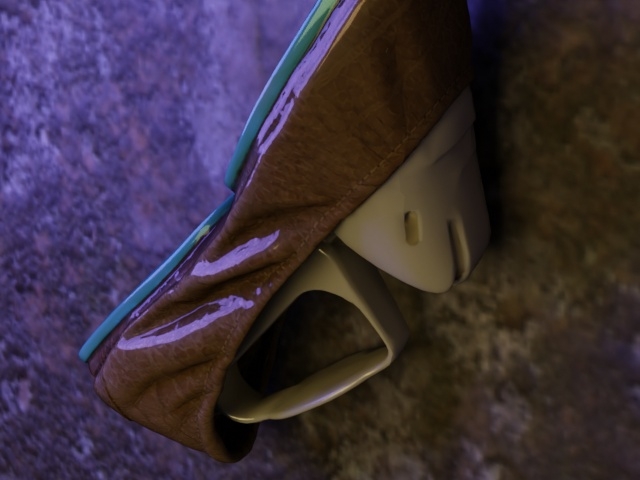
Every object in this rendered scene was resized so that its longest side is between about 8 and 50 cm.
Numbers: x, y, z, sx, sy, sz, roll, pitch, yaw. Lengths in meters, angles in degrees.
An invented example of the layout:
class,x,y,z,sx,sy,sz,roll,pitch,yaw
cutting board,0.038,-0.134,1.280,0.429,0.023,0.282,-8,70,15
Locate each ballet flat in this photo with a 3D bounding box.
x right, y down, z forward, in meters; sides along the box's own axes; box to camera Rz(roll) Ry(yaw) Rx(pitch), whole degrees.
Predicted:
class,x,y,z,sx,sy,sz,roll,pitch,yaw
ballet flat,0.000,0.000,0.743,0.124,0.116,0.342,40,130,3
